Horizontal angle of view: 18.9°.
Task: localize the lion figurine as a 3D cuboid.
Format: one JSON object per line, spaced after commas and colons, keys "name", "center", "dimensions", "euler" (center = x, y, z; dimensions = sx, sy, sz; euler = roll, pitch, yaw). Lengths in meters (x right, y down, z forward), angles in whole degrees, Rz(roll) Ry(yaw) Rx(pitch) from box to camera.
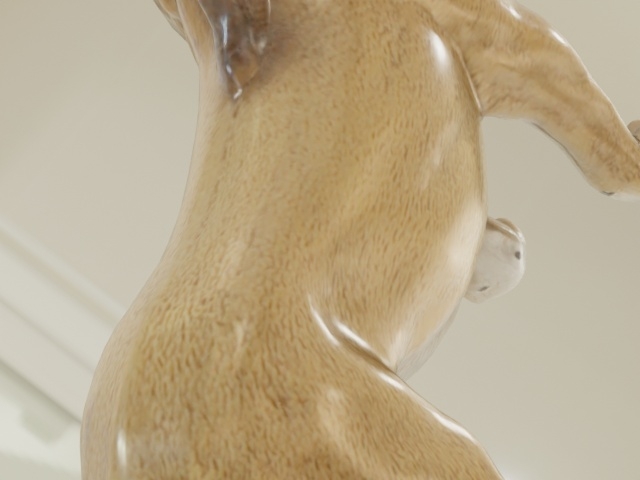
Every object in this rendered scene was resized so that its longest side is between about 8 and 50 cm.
{"name": "lion figurine", "center": [0.000, 0.000, 0.576], "dimensions": [0.142, 0.392, 0.240], "euler": [-31, -51, 30]}
